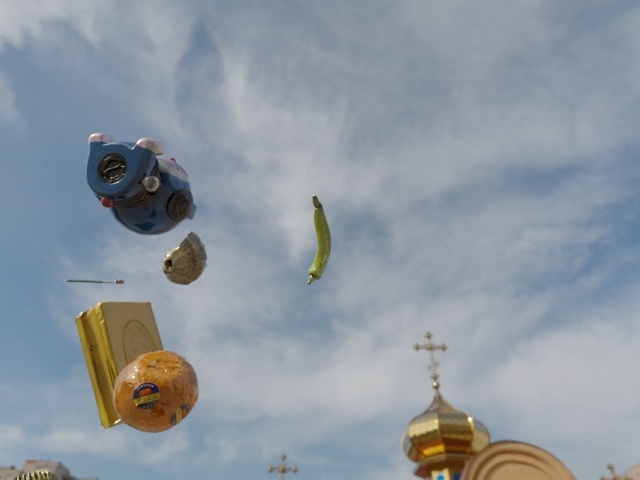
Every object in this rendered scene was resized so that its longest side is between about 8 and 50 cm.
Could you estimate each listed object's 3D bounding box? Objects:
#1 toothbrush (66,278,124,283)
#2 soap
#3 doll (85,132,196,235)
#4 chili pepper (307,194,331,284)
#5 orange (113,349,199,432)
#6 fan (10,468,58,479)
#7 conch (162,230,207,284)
[{"bbox_3d":[-0.712,0.128,1.485,0.167,0.011,0.014,3,-55,-17],"label":"toothbrush"},{"bbox_3d":[-0.525,0.330,1.284,0.096,0.325,0.204,-30,-18,21],"label":"soap"},{"bbox_3d":[-0.483,-0.142,1.277,0.284,0.240,0.310,21,-8,11],"label":"doll"},{"bbox_3d":[0.001,0.000,1.093,0.048,0.208,0.043,5,2,12],"label":"chili pepper"},{"bbox_3d":[-0.351,0.324,1.007,0.177,0.178,0.155,6,-55,-5],"label":"orange"},{"bbox_3d":[-0.467,0.378,0.689,0.155,0.039,0.082,24,-75,-47],"label":"fan"},{"bbox_3d":[-0.523,0.086,1.832,0.210,0.291,0.159,-44,-76,-1],"label":"conch"}]
